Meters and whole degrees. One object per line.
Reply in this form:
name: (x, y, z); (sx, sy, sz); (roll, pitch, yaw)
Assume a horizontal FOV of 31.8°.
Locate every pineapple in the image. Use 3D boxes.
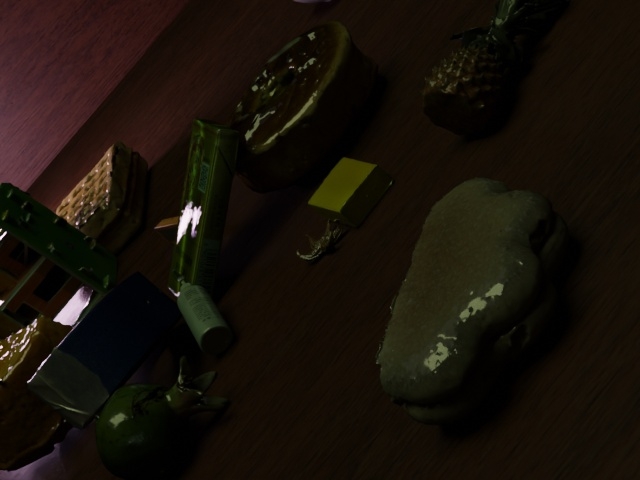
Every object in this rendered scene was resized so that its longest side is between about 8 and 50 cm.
pineapple: (0.248, -0.279, 1.599); (0.277, 0.119, 0.130); (-58, 6, -27)

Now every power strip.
power strip: (-0.270, -0.023, 2.200); (0.028, 0.049, 0.178); (-53, 23, -23)

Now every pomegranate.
pomegranate: (-0.229, 0.251, 1.594); (0.191, 0.131, 0.152); (-34, 23, 16)

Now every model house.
model house: (-0.631, 0.129, 2.316); (0.323, 0.300, 0.340); (-48, 23, 16)

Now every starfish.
starfish: (0.000, 0.000, 1.708); (0.078, 0.028, 0.091); (-52, 20, -15)

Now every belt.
belt: (-0.334, 0.168, 1.791); (0.212, 0.117, 0.347); (-48, 3, 14)

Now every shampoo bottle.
shampoo bottle: (-0.194, 0.108, 1.795); (0.056, 0.056, 0.195); (-46, 36, 6)

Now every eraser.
eraser: (0.045, -0.074, 1.721); (0.097, 0.045, 0.122); (-51, 23, -8)

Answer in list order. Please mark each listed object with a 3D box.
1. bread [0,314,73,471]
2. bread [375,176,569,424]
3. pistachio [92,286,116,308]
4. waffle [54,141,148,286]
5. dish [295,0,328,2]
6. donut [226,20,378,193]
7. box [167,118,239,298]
bread: (-0.540, 0.290, 1.998); (0.340, 0.194, 0.179); (-30, 27, 28)
bread: (0.181, 0.045, 1.225); (0.183, 0.102, 0.337); (-25, 30, 38)
pistachio: (-0.363, 0.152, 2.030); (0.185, 0.108, 0.126); (-39, 67, 35)
waffle: (-0.527, -0.059, 2.633); (0.261, 0.114, 0.376); (-42, 24, 15)
dish: (0.022, -0.599, 2.570); (0.190, 0.066, 0.191); (-39, 26, 23)
donut: (-0.040, -0.226, 1.991); (0.330, 0.160, 0.330); (-31, 33, 23)
box: (-0.203, -0.046, 1.927); (0.173, 0.043, 0.311); (-150, 68, -67)
